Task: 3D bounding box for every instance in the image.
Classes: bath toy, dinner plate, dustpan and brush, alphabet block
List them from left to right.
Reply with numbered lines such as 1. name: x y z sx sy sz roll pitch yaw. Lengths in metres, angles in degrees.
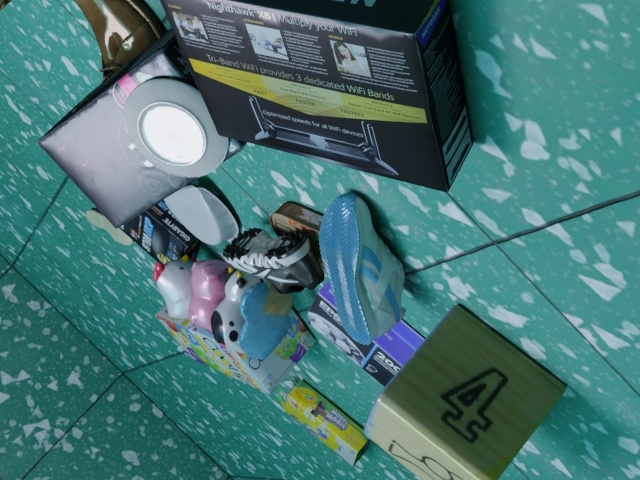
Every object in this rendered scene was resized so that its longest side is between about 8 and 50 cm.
1. dinner plate: -0.182 -0.135 1.389 0.141 0.017 0.141 12 130 14
2. bath toy: -0.189 0.095 2.016 0.348 0.151 0.129 16 156 52
3. dustpan and brush: -0.178 -0.021 1.968 0.147 0.060 0.211 -5 122 56
4. alphabet block: 0.201 0.245 1.612 0.197 0.193 0.192 38 159 11

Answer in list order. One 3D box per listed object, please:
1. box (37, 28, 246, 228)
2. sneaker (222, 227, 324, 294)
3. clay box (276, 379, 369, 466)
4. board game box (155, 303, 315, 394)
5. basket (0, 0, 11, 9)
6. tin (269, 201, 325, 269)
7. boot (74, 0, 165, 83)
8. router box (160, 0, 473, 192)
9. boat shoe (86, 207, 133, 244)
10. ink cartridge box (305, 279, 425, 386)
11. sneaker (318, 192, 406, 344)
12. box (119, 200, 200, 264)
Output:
1. box: -0.215 -0.160 1.491 0.270 0.143 0.165 -28 110 37
2. sneaker: -0.072 0.040 1.761 0.234 0.078 0.106 2 132 56
3. clay box: 0.004 0.381 2.394 0.222 0.053 0.127 39 158 13
4. board game box: -0.167 0.169 2.167 0.275 0.144 0.142 15 146 52
5. basket: -0.514 -0.414 1.463 0.213 0.299 0.223 36 158 17
6. tin: 0.000 0.000 1.713 0.189 0.040 0.106 26 157 38
7. boot: -0.277 -0.258 1.605 0.305 0.115 0.112 52 159 -19
8. router box: -0.002 -0.187 1.214 0.308 0.081 0.243 16 150 25
9. boat shoe: -0.443 -0.035 2.406 0.133 0.042 0.049 31 130 26
10. ink cartridge box: 0.076 0.154 1.859 0.206 0.045 0.208 40 157 8
11. sneaker: 0.064 0.031 1.604 0.087 0.092 0.229 22 131 47
12. box: -0.317 -0.024 2.190 0.175 0.051 0.220 41 159 4
